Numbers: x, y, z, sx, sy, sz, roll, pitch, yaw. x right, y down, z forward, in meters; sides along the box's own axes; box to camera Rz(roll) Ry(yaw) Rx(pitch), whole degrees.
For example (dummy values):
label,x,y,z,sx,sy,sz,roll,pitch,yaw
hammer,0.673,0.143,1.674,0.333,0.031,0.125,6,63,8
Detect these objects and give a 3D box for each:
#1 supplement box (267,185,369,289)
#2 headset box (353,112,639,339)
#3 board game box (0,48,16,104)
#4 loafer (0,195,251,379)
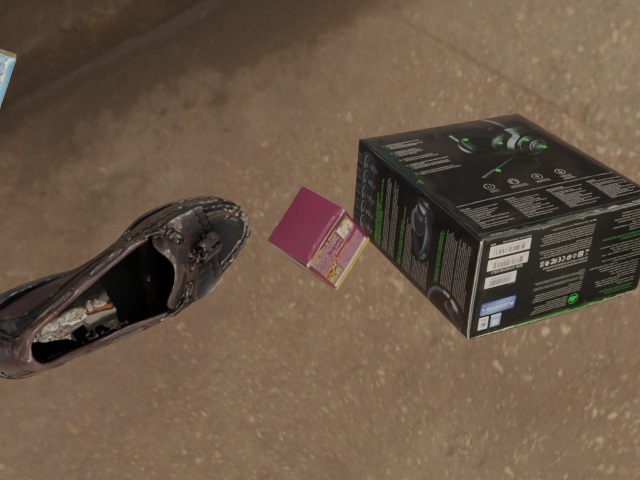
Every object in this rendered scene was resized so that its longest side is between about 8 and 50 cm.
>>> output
label,x,y,z,sx,sy,sz,roll,pitch,yaw
supplement box,0.000,0.000,0.687,0.043,0.083,0.055,31,84,23
headset box,0.203,-0.037,1.016,0.247,0.131,0.283,-13,34,-24
board game box,-0.368,-0.125,0.816,0.154,0.104,0.026,-65,26,15
loafer,-0.172,0.045,0.805,0.303,0.109,0.095,-31,21,-36
